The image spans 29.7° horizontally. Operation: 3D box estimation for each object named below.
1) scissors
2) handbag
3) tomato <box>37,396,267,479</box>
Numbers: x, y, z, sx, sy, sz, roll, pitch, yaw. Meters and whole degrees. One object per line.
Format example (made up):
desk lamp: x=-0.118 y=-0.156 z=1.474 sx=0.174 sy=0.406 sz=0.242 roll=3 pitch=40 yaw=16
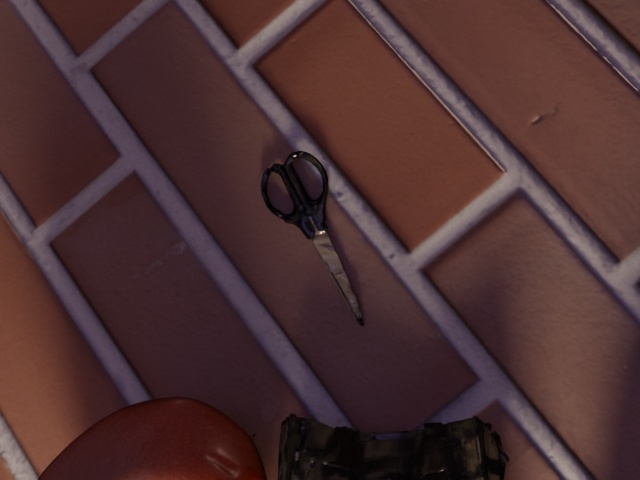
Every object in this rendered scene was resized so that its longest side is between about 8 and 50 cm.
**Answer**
scissors: x=0.000 y=0.000 z=1.832 sx=0.109 sy=0.022 sz=0.300 roll=-30 pitch=68 yaw=12
handbag: x=0.090 y=0.403 z=1.619 sx=0.325 sy=0.162 sz=0.327 roll=-2 pitch=66 yaw=15
tomato: x=-0.233 y=0.380 z=1.658 sx=0.341 sy=0.273 sz=0.341 roll=-7 pitch=75 yaw=29
